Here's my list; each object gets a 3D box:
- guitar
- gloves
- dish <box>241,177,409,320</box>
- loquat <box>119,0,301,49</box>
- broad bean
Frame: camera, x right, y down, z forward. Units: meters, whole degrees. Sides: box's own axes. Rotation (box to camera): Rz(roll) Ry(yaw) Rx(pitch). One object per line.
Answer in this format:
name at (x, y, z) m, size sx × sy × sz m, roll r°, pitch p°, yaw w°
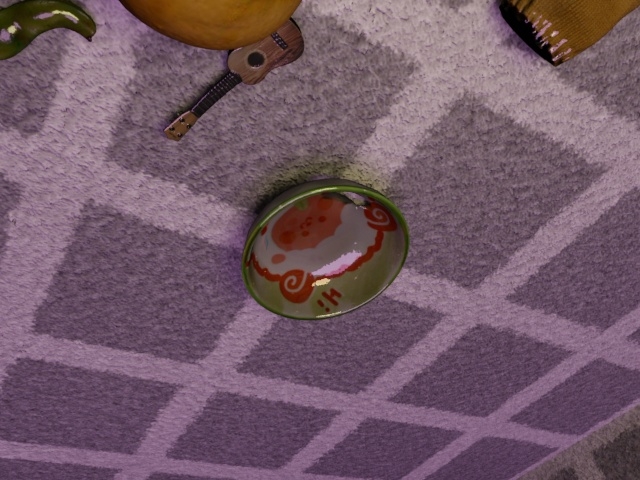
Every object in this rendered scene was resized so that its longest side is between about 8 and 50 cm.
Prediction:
guitar at (-0.143, -0.247, 0.845) m, size 0.271 × 0.038 × 0.084 m, roll -36°, pitch 130°, yaw 18°
gloves at (0.415, -0.399, 0.735) m, size 0.203 × 0.155 × 0.356 m, roll 33°, pitch 136°, yaw -27°
dish at (0.000, 0.000, 1.064) m, size 0.325 × 0.124 × 0.324 m, roll -9°, pitch 130°, yaw -11°
loquat at (-0.121, -0.348, 0.609) m, size 0.263 × 0.263 × 0.262 m, roll -6°, pitch 134°, yaw -6°
broad bean at (-0.420, -0.287, 0.745) m, size 0.214 × 0.048 × 0.070 m, roll -11°, pitch 134°, yaw -5°
